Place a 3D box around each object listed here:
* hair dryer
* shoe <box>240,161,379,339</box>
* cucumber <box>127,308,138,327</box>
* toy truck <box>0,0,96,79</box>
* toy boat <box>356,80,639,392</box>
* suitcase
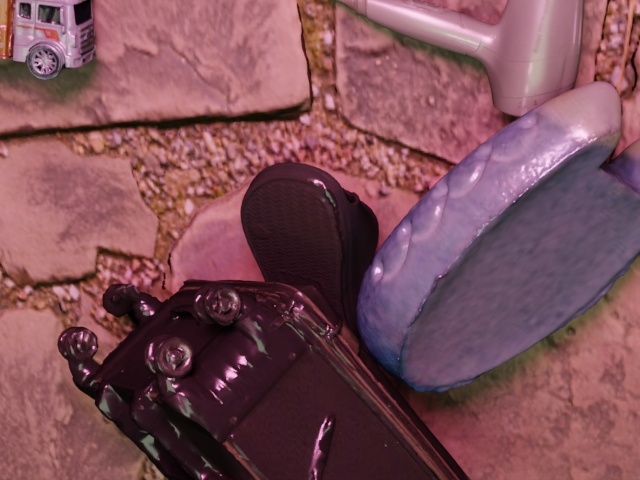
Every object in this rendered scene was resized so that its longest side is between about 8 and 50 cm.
[{"bbox_3d":[0.109,-0.220,1.039,0.237,0.075,0.206,9,111,9],"label":"hair dryer"},{"bbox_3d":[0.000,0.000,1.146,0.108,0.093,0.241,17,142,23],"label":"shoe"},{"bbox_3d":[-0.158,0.096,1.235,0.034,0.033,0.134,-34,113,-11],"label":"cucumber"},{"bbox_3d":[-0.282,-0.208,1.064,0.178,0.080,0.115,9,108,2],"label":"toy truck"},{"bbox_3d":[0.161,-0.009,1.097,0.215,0.123,0.330,18,121,-44],"label":"toy boat"},{"bbox_3d":[-0.023,0.205,1.150,0.194,0.283,0.434,-46,110,-23],"label":"suitcase"}]
